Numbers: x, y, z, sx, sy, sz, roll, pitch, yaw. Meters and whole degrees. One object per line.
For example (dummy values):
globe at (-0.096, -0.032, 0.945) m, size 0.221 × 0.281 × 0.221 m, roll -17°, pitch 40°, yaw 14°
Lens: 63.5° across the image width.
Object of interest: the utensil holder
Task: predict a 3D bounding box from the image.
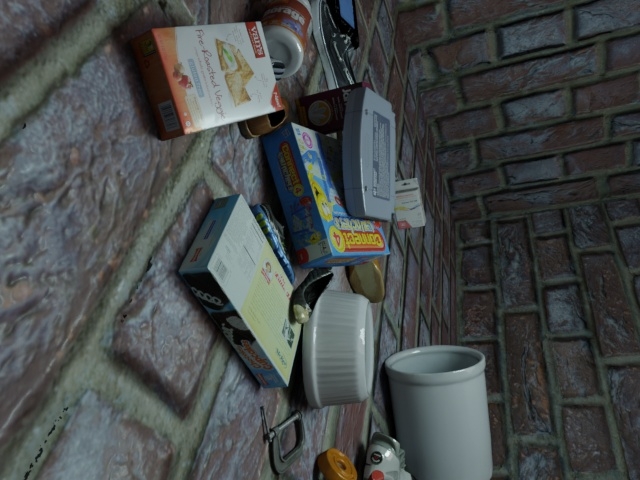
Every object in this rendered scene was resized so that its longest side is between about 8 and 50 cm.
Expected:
utensil holder at (0.399, 0.578, 1.719) m, size 0.327 × 0.327 × 0.386 m, roll -15°, pitch 98°, yaw -68°

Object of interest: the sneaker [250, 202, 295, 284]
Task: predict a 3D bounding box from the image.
sneaker at (-0.090, 0.009, 1.049) m, size 0.078 × 0.067 × 0.188 m, roll -50°, pitch 125°, yaw -54°

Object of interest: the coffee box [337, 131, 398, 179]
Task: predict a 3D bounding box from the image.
coffee box at (0.161, -0.314, 1.724) m, size 0.297 × 0.118 × 0.168 m, roll 27°, pitch 58°, yaw -64°

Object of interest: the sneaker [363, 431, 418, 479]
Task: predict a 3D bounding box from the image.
sneaker at (0.181, 0.677, 1.446) m, size 0.146 × 0.122 × 0.331 m, roll -58°, pitch 139°, yaw -33°

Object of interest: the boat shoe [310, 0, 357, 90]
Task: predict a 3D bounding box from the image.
boat shoe at (0.051, -0.585, 1.573) m, size 0.108 × 0.102 × 0.302 m, roll -51°, pitch 129°, yaw -62°

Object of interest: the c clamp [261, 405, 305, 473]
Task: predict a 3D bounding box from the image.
c clamp at (-0.066, 0.385, 1.032) m, size 0.160 × 0.022 × 0.137 m, roll 13°, pitch 70°, yaw -66°

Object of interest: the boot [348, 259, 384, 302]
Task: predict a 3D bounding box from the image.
boot at (0.138, 0.020, 1.567) m, size 0.295 × 0.104 × 0.211 m, roll 65°, pitch 27°, yaw -26°

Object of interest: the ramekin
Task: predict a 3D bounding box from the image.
ramekin at (0.048, 0.238, 1.156) m, size 0.273 × 0.127 × 0.273 m, roll -1°, pitch 90°, yaw -78°

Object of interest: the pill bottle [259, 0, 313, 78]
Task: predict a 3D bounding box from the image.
pill bottle at (-0.082, -0.478, 1.178) m, size 0.121 × 0.121 × 0.216 m, roll 60°, pitch 29°, yaw -42°

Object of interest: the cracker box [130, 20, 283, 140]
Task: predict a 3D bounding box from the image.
cracker box at (-0.175, -0.268, 0.851) m, size 0.232 × 0.067 × 0.156 m, roll -32°, pitch 112°, yaw -47°

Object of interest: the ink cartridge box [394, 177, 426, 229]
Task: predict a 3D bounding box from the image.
ink cartridge box at (0.372, -0.156, 2.196) m, size 0.067 × 0.115 × 0.198 m, roll -44°, pitch 121°, yaw -64°

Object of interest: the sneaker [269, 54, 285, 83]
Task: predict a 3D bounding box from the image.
sneaker at (-0.172, -0.351, 1.010) m, size 0.098 × 0.083 × 0.223 m, roll 47°, pitch 29°, yaw 18°

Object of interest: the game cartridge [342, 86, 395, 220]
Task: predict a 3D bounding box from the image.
game cartridge at (0.118, -0.196, 1.218) m, size 0.196 × 0.060 × 0.295 m, roll 8°, pitch 82°, yaw -62°

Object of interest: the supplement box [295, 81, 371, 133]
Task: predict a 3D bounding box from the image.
supplement box at (0.041, -0.336, 1.341) m, size 0.080 × 0.188 × 0.104 m, roll -28°, pitch 108°, yaw -67°

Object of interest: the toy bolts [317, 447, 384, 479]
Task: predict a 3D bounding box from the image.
toy bolts at (0.058, 0.608, 1.180) m, size 0.218 × 0.159 × 0.228 m, roll 47°, pitch 14°, yaw 34°

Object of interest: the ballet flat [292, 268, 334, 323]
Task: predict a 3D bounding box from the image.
ballet flat at (-0.017, 0.107, 1.062) m, size 0.058 × 0.049 × 0.173 m, roll 66°, pitch 26°, yaw -23°

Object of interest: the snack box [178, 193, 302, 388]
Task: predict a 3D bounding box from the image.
snack box at (-0.124, 0.099, 0.940) m, size 0.187 × 0.060 × 0.322 m, roll -76°, pitch 149°, yaw -47°

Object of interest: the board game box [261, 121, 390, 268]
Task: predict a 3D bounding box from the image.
board game box at (0.023, -0.094, 1.211) m, size 0.308 × 0.086 × 0.302 m, roll 0°, pitch 70°, yaw -60°

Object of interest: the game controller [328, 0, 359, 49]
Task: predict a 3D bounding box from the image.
game controller at (0.074, -0.819, 1.767) m, size 0.166 × 0.067 × 0.320 m, roll 17°, pitch 66°, yaw -66°

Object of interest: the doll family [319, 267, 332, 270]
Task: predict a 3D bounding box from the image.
doll family at (0.000, 0.000, 1.271) m, size 0.193 × 0.075 × 0.112 m, roll 52°, pitch 36°, yaw -32°

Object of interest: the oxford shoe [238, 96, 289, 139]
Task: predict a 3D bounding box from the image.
oxford shoe at (-0.100, -0.271, 1.123) m, size 0.212 × 0.075 × 0.076 m, roll -63°, pitch 137°, yaw -58°
